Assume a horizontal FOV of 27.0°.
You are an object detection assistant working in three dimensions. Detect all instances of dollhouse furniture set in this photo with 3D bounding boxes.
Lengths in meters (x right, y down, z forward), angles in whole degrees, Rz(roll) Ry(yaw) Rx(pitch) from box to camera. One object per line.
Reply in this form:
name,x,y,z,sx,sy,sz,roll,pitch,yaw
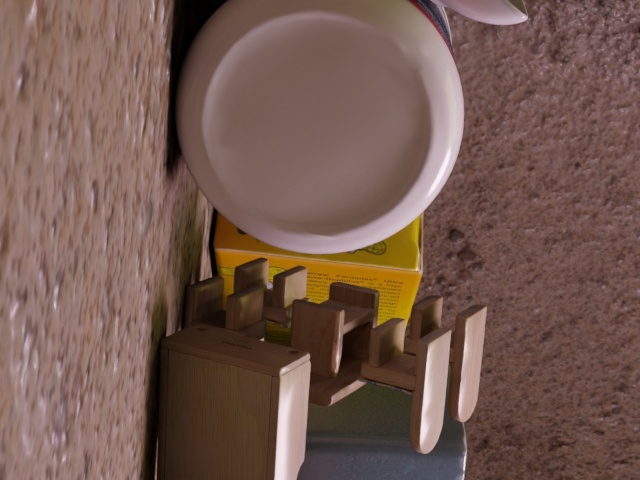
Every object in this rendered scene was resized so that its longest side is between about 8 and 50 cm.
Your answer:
dollhouse furniture set,-0.017,0.131,1.022,0.242,0.212,0.161,-22,119,-59

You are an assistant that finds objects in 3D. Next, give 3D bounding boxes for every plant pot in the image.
plant pot,0.003,0.261,1.344,0.248,0.252,0.247,-80,175,-76

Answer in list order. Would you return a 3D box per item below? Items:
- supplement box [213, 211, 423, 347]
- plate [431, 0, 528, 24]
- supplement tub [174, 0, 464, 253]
supplement box,0.000,0.000,1.391,0.356,0.195,0.194,95,0,-67
plate,0.027,-0.263,0.956,0.045,0.277,0.278,-47,-168,18
supplement tub,0.004,-0.120,0.974,0.272,0.191,0.191,-83,178,-69
